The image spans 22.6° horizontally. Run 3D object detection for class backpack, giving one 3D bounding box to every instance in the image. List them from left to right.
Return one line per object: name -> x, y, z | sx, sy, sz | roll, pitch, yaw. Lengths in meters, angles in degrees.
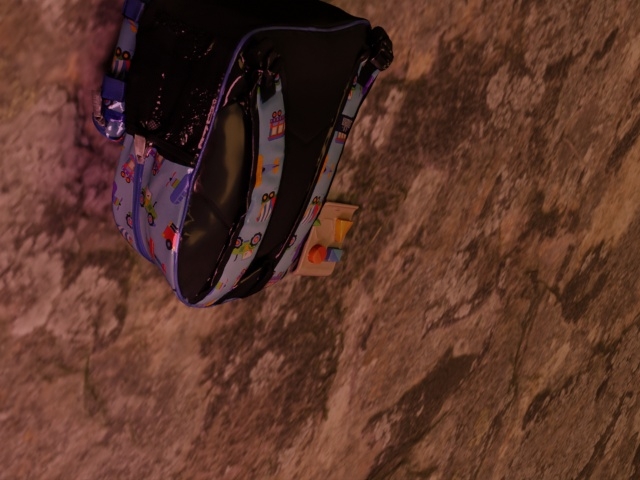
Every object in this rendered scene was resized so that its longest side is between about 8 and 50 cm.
backpack -> -0.055, -0.056, 0.912 | 0.158, 0.117, 0.173 | -17, 129, -57

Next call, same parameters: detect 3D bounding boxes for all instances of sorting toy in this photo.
sorting toy -> 0.000, 0.000, 1.192 | 0.083, 0.012, 0.062 | 5, 111, -63
